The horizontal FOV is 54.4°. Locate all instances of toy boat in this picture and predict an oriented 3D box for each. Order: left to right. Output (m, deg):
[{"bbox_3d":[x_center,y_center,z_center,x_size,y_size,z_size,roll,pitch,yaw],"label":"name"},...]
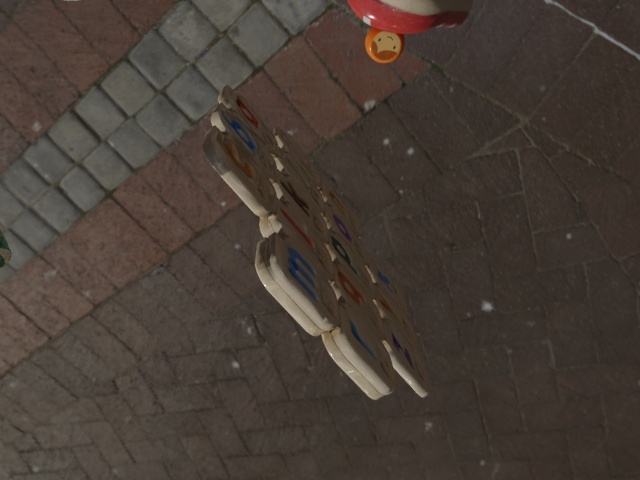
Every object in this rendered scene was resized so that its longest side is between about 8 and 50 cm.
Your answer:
[{"bbox_3d":[0.115,-0.329,0.906,0.151,0.231,0.151,36,120,13],"label":"toy boat"}]

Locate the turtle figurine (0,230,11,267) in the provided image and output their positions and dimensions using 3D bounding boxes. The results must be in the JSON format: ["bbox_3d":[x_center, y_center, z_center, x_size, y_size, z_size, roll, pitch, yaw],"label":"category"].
[{"bbox_3d":[-0.262,-0.011,0.369,0.175,0.118,0.234,22,81,-2],"label":"turtle figurine"}]

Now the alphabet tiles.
[{"bbox_3d":[0.000,0.000,0.528,0.021,0.284,0.278,-34,115,14],"label":"alphabet tiles"}]
